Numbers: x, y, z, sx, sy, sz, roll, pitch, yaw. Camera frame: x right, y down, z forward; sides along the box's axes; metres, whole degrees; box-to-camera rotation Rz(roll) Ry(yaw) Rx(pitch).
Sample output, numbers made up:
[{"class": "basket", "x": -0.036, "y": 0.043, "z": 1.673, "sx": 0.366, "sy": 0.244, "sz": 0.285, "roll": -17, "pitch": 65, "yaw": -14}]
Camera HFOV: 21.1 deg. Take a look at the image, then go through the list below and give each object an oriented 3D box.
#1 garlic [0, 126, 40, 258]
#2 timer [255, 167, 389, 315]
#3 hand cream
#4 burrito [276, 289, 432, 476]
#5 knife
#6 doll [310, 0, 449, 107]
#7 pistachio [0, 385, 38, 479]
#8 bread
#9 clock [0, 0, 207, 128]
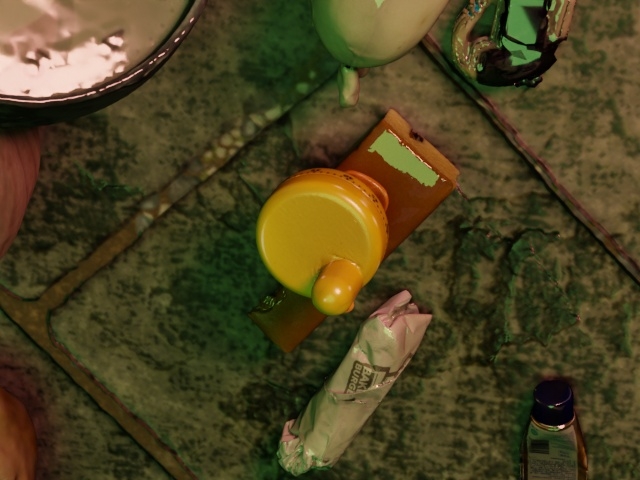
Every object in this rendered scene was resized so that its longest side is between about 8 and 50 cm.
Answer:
[{"class": "garlic", "x": -0.353, "y": -0.083, "z": 1.358, "sx": 0.317, "sy": 0.317, "sz": 0.259, "roll": 45, "pitch": 120, "yaw": -10}, {"class": "timer", "x": 0.000, "y": 0.000, "z": 1.357, "sx": 0.107, "sy": 0.109, "sz": 0.107, "roll": 7, "pitch": 117, "yaw": 13}, {"class": "hand cream", "x": 0.203, "y": 0.197, "z": 1.506, "sx": 0.062, "sy": 0.039, "sz": 0.163, "roll": 3, "pitch": 122, "yaw": 10}, {"class": "burrito", "x": 0.026, "y": 0.132, "z": 1.501, "sx": 0.064, "sy": 0.064, "sz": 0.203, "roll": 33, "pitch": 117, "yaw": -4}, {"class": "knife", "x": 0.170, "y": -0.274, "z": 1.279, "sx": 0.089, "sy": 0.043, "sz": 0.365, "roll": 14, "pitch": 117, "yaw": 5}, {"class": "doll", "x": 0.058, "y": -0.227, "z": 1.275, "sx": 0.113, "sy": 0.155, "sz": 0.275, "roll": 25, "pitch": 126, "yaw": -15}, {"class": "pistachio", "x": -0.362, "y": 0.240, "z": 1.592, "sx": 0.197, "sy": 0.166, "sz": 0.288, "roll": 45, "pitch": 124, "yaw": 17}, {"class": "bread", "x": 0.015, "y": -0.005, "z": 1.443, "sx": 0.088, "sy": 0.049, "sz": 0.226, "roll": 41, "pitch": 118, "yaw": -8}, {"class": "clock", "x": -0.223, "y": -0.244, "z": 1.257, "sx": 0.319, "sy": 0.319, "sz": 0.066, "roll": 46, "pitch": 159, "yaw": -10}]
